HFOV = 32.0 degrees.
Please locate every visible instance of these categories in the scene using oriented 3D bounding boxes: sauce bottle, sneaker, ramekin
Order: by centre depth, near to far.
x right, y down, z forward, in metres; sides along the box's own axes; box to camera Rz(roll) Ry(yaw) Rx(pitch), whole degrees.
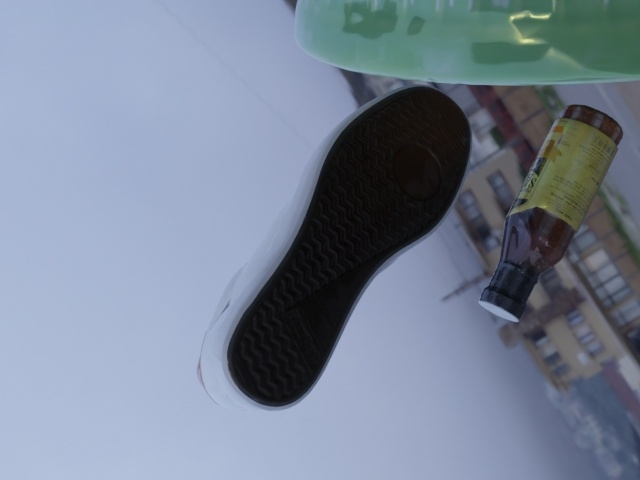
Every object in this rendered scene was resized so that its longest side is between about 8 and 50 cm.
[{"bbox_3d":[0.131,-0.196,0.638,0.303,0.303,0.148,-89,-5,-69],"label":"ramekin"},{"bbox_3d":[0.130,-0.015,0.639,0.042,0.128,0.042,28,170,6],"label":"sauce bottle"},{"bbox_3d":[0.000,0.000,0.822,0.106,0.290,0.123,44,156,-10],"label":"sneaker"}]
